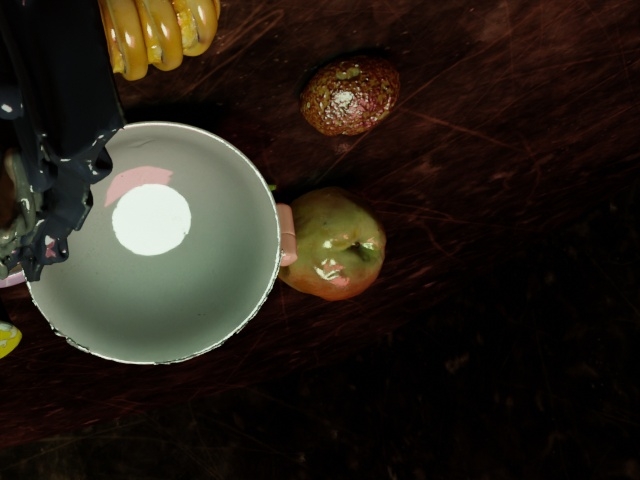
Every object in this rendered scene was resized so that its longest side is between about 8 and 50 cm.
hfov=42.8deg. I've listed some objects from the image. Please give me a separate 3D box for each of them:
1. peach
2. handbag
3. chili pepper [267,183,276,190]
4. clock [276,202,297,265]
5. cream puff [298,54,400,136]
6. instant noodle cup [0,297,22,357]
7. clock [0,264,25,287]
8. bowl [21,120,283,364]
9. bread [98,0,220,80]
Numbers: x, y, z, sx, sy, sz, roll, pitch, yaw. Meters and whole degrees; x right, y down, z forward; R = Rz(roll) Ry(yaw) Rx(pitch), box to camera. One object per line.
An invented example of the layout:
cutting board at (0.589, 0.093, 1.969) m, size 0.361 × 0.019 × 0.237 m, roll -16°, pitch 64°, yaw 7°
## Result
peach at (0.000, 0.000, 1.524) m, size 0.235 × 0.214 × 0.214 m, roll 12°, pitch -174°, yaw 37°
handbag at (-0.280, -0.097, 0.733) m, size 0.118 × 0.269 × 0.325 m, roll -8°, pitch 159°, yaw -32°
chili pepper at (-0.106, -0.080, 1.433) m, size 0.030 × 0.017 × 0.083 m, roll -11°, pitch 164°, yaw -31°
clock at (-0.195, -0.012, 1.358) m, size 0.227 × 0.142 × 0.241 m, roll -27°, pitch 151°, yaw 33°
cream puff at (0.045, -0.194, 1.138) m, size 0.149 × 0.085 × 0.149 m, roll -17°, pitch 164°, yaw -5°
instant noodle cup at (-0.489, 0.040, 0.970) m, size 0.215 × 0.236 × 0.215 m, roll -19°, pitch 164°, yaw -6°
clock at (-0.419, -0.012, 1.186) m, size 0.198 × 0.064 × 0.172 m, roll -12°, pitch 146°, yaw -29°
bowl at (-0.236, -0.013, 1.144) m, size 0.345 × 0.346 × 0.157 m, roll -18°, pitch -156°, yaw -9°
bread at (-0.182, -0.213, 0.815) m, size 0.177 × 0.084 × 0.119 m, roll -20°, pitch 165°, yaw -18°
